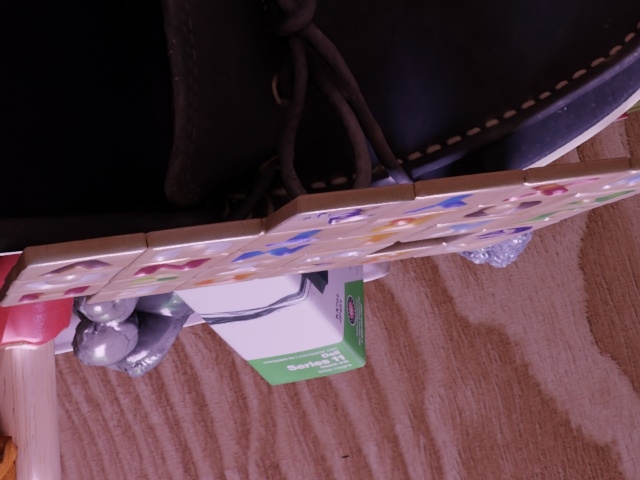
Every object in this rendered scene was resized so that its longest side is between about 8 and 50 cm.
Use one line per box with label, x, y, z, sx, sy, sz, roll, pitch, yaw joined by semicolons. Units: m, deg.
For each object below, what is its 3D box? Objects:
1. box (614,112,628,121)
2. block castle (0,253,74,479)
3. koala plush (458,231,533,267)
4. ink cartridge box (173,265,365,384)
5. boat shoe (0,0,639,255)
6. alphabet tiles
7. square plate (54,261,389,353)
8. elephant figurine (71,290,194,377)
box;0.188;-0.153;1.320;0.257;0.122;0.128;-15;179;-43
block castle;-0.369;0.059;0.631;0.453;0.212;0.303;1;-169;10
koala plush;0.123;-0.123;0.849;0.196;0.203;0.221;-57;-174;-21
ink cartridge box;-0.042;-0.007;0.930;0.087;0.153;0.208;-12;148;19
boat shoe;-0.049;-0.081;0.506;0.500;0.186;0.156;-10;-177;-19
alphabet tiles;0.000;0.000;0.489;0.237;0.009;0.198;-8;174;-19
square plate;-0.121;-0.012;1.306;0.347;0.049;0.344;-13;-157;0
elephant figurine;-0.210;-0.006;1.059;0.239;0.169;0.186;28;-177;34
